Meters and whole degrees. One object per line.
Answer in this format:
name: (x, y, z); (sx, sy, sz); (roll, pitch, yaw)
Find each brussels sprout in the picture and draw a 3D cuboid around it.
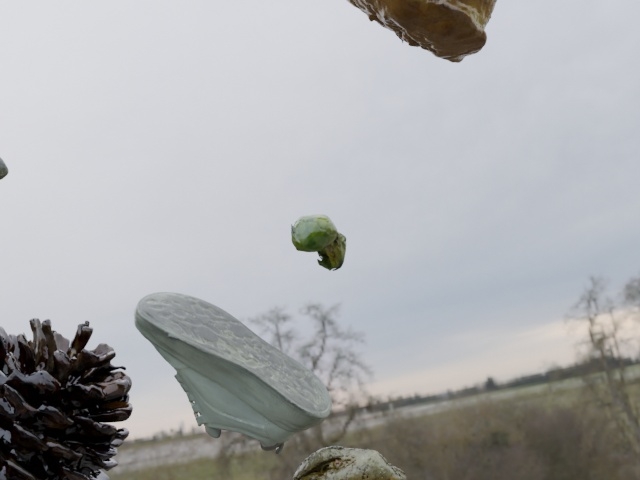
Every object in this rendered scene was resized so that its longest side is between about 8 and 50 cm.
brussels sprout: (0.001, 0.000, 1.066); (0.051, 0.046, 0.083); (-49, -36, 4)

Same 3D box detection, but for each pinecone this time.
pinecone: (-0.401, 0.259, 1.395); (0.242, 0.296, 0.298); (18, 7, -17)

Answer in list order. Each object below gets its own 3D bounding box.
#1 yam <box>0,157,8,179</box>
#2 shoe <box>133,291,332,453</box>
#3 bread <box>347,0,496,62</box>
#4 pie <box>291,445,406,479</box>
yam: (-0.327, -0.103, 0.864); (0.021, 0.116, 0.021); (-36, 12, 9)
shoe: (-0.148, 0.209, 1.379); (0.159, 0.316, 0.124); (-58, 2, 27)
bread: (0.134, -0.329, 1.201); (0.229, 0.143, 0.139); (25, 0, -16)
pie: (0.040, 0.371, 1.381); (0.163, 0.079, 0.193); (16, -49, -16)
